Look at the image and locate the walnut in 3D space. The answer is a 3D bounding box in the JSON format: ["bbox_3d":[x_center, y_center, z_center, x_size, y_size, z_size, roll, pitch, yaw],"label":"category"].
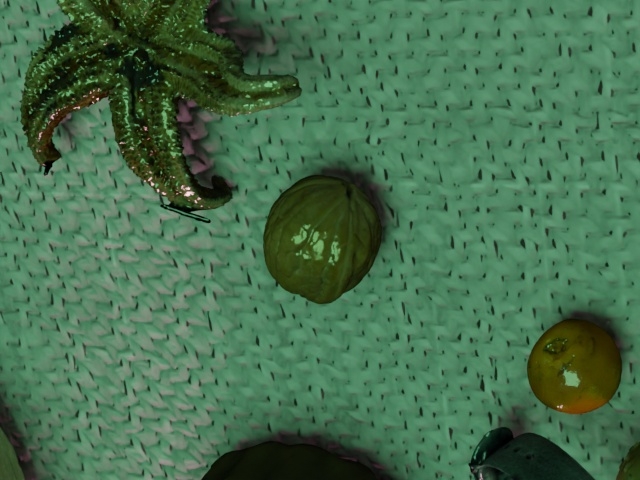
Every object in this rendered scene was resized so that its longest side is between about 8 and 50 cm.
[{"bbox_3d":[0.000,0.000,1.480,0.105,0.105,0.124,32,133,8],"label":"walnut"}]

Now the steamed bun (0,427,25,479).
[{"bbox_3d":[-0.431,0.298,1.743,0.290,0.273,0.272,-1,155,27],"label":"steamed bun"}]

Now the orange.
[{"bbox_3d":[0.215,0.108,1.439,0.084,0.083,0.083,10,116,20],"label":"orange"}]

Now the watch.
[{"bbox_3d":[0.213,0.264,1.470,0.193,0.068,0.206,41,157,42],"label":"watch"}]

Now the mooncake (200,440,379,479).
[{"bbox_3d":[-0.027,0.336,1.604,0.290,0.161,0.290,9,116,18],"label":"mooncake"}]

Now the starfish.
[{"bbox_3d":[-0.138,-0.153,1.468,0.312,0.113,0.303,5,112,32],"label":"starfish"}]

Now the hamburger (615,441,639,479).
[{"bbox_3d":[0.358,0.192,1.360,0.288,0.192,0.167,-40,83,32],"label":"hamburger"}]
